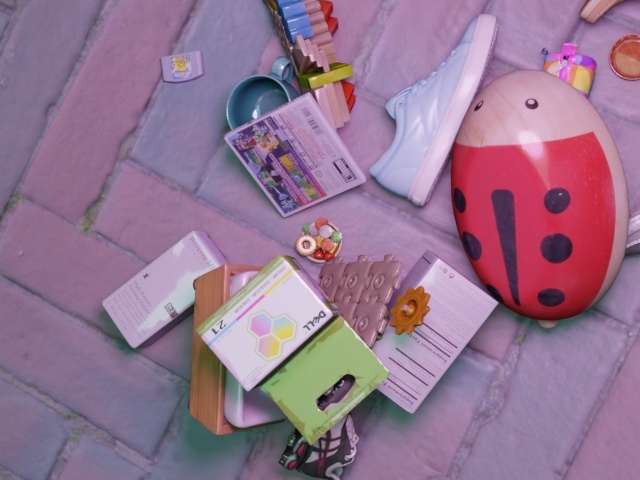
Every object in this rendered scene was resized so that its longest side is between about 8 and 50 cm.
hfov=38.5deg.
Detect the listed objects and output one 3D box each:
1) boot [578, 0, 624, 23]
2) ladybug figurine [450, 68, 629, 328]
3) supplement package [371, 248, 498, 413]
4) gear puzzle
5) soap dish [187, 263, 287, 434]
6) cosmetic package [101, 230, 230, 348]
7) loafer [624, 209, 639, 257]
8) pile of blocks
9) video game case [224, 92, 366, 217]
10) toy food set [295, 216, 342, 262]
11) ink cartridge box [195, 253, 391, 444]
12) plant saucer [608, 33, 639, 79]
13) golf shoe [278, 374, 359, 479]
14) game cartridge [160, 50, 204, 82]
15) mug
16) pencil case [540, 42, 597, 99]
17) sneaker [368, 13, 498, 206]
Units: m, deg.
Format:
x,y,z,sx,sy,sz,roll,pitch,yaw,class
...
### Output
x,y,z,sx,sy,sz,roll,pitch,yaw,class
0.607,-0.420,1.592,0.262,0.095,0.203,-40,96,17,boot
0.346,-0.052,1.523,0.305,0.162,0.449,-2,109,40,ladybug figurine
0.175,0.156,1.613,0.134,0.139,0.244,37,95,-5,supplement package
0.085,0.111,1.578,0.044,0.339,0.175,30,72,-28,gear puzzle
-0.135,0.189,1.646,0.118,0.229,0.290,2,87,27,soap dish
-0.285,0.093,1.742,0.231,0.085,0.117,-39,81,8,cosmetic package
0.622,-0.022,1.564,0.320,0.112,0.111,-24,74,8,loafer
-0.006,-0.375,1.683,0.113,0.149,0.362,-20,85,-11,pile of blocks
-0.044,-0.150,1.662,0.184,0.023,0.201,-23,122,24,video game case
0.000,0.000,1.725,0.083,0.020,0.082,28,92,11,toy food set
-0.040,0.176,1.463,0.189,0.097,0.255,-43,80,4,ink cartridge box
0.560,-0.328,1.642,0.084,0.013,0.083,-1,87,11,plant saucer
0.025,0.326,1.624,0.120,0.105,0.272,27,132,2,golf shoe
-0.271,-0.339,1.798,0.083,0.017,0.055,-8,89,10,game cartridge
-0.087,-0.249,1.707,0.158,0.097,0.129,-33,83,18,mug
0.415,-0.222,1.621,0.105,0.104,0.236,14,90,11,pencil case
0.197,-0.253,1.645,0.150,0.135,0.365,24,91,8,sneaker
